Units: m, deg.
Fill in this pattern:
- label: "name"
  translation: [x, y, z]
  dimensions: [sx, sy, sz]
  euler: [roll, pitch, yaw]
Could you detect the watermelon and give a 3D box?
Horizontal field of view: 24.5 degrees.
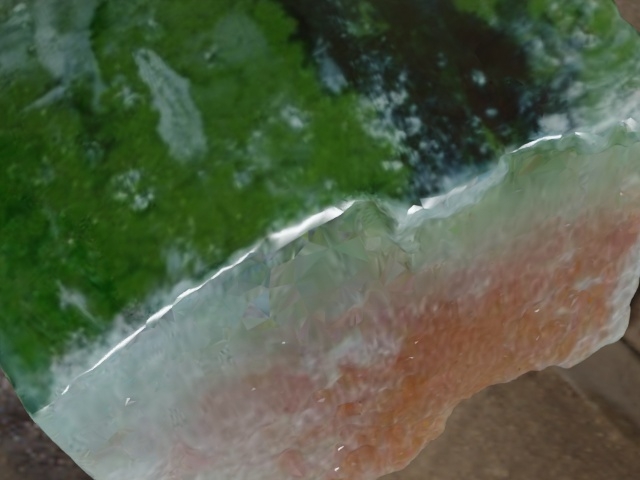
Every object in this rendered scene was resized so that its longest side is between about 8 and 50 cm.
- label: "watermelon"
  translation: [0.003, 0.002, 0.590]
  dimensions: [0.264, 0.302, 0.151]
  euler: [-30, 36, -7]
